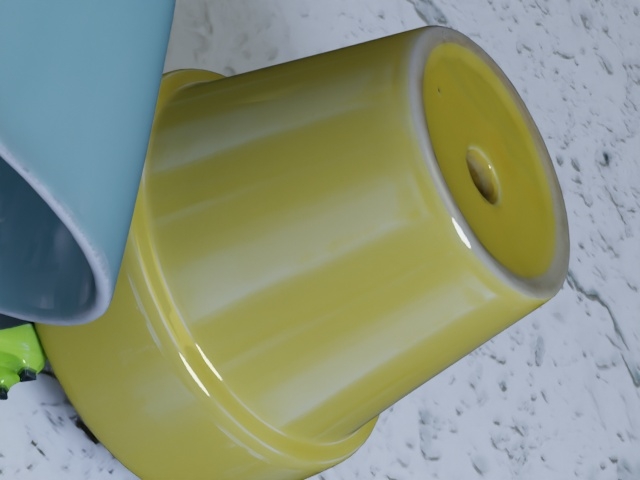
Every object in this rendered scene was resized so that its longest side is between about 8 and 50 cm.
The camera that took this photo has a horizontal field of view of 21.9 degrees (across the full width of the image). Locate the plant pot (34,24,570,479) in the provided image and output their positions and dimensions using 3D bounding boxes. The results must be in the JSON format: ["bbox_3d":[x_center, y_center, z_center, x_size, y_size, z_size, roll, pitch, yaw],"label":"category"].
[{"bbox_3d":[0.000,0.000,0.947,0.254,0.239,0.254,38,40,-41],"label":"plant pot"}]

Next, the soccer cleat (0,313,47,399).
[{"bbox_3d":[-0.218,0.030,0.868,0.179,0.060,0.072,26,43,-46],"label":"soccer cleat"}]

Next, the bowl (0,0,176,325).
[{"bbox_3d":[-0.184,-0.113,0.700,0.311,0.311,0.163,41,67,-27],"label":"bowl"}]
